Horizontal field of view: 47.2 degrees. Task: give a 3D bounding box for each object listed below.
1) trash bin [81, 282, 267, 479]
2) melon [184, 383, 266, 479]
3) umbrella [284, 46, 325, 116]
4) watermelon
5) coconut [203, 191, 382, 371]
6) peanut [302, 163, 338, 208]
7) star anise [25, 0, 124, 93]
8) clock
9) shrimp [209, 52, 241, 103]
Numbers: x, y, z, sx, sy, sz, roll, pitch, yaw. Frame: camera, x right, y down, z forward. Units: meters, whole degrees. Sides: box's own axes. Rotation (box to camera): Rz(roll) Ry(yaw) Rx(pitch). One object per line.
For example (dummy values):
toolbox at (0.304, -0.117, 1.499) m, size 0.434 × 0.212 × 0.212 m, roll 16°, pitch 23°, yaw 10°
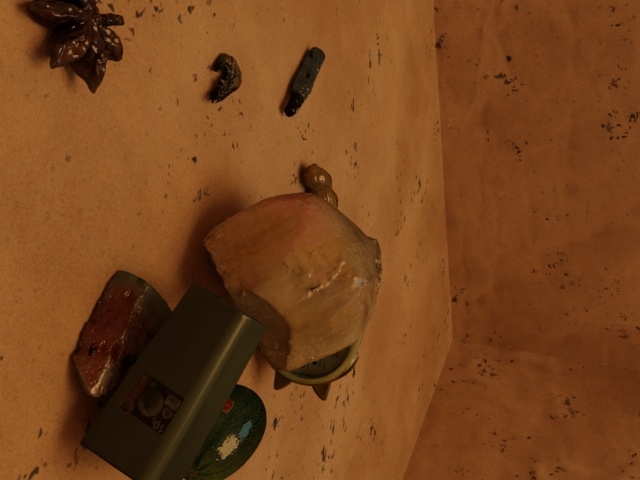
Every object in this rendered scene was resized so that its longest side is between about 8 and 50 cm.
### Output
trash bin at (-0.261, 0.264, 1.373) m, size 0.343 × 0.158 × 0.223 m, roll -60°, pitch 168°, yaw -7°
melon at (-0.222, 0.427, 1.654) m, size 0.287 × 0.182 × 0.182 m, roll -36°, pitch 129°, yaw -58°
umbrella at (-0.044, -0.433, 1.985) m, size 0.053 × 0.052 × 0.250 m, roll 67°, pitch 36°, yaw -47°
watermelon at (-0.376, 0.181, 1.360) m, size 0.241 × 0.094 × 0.154 m, roll -60°, pitch 142°, yaw -37°
coconut at (-0.034, 0.076, 1.671) m, size 0.404 × 0.404 × 0.405 m, roll 7°, pitch 90°, yaw -67°
peanut at (-0.003, -0.147, 2.136) m, size 0.089 × 0.089 × 0.193 m, roll -64°, pitch 146°, yaw -38°
star anise at (-0.387, -0.345, 1.176) m, size 0.212 × 0.073 × 0.197 m, roll 67°, pitch 35°, yaw -46°
clock at (-0.023, 0.241, 1.956) m, size 0.117 × 0.286 × 0.349 m, roll -18°, pitch 119°, yaw -81°
shrimp at (-0.219, -0.360, 1.630) m, size 0.161 × 0.034 × 0.091 m, roll -65°, pitch 140°, yaw -50°
